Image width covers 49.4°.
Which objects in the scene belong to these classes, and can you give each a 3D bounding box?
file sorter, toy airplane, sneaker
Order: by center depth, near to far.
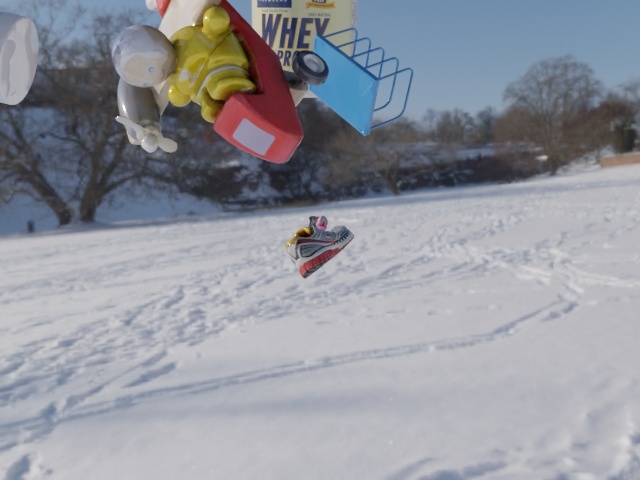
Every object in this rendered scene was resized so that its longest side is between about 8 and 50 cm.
[{"bbox_3d":[-0.203,-0.311,1.036,0.384,0.386,0.272,13,28,36],"label":"toy airplane"},{"bbox_3d":[0.074,-0.300,1.283,0.104,0.118,0.170,-26,55,-29],"label":"file sorter"},{"bbox_3d":[0.000,0.000,1.490,0.088,0.093,0.225,-40,-3,26],"label":"sneaker"},{"bbox_3d":[-0.021,-0.009,1.793,0.057,0.119,0.047,14,-1,31],"label":"sneaker"}]

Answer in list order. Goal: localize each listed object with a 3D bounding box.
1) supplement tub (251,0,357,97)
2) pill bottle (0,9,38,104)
[{"bbox_3d":[-0.035,-0.490,1.537,0.235,0.325,0.235,0,17,0],"label":"supplement tub"},{"bbox_3d":[-0.575,-0.287,0.963,0.322,0.182,0.181,14,4,-3],"label":"pill bottle"}]
